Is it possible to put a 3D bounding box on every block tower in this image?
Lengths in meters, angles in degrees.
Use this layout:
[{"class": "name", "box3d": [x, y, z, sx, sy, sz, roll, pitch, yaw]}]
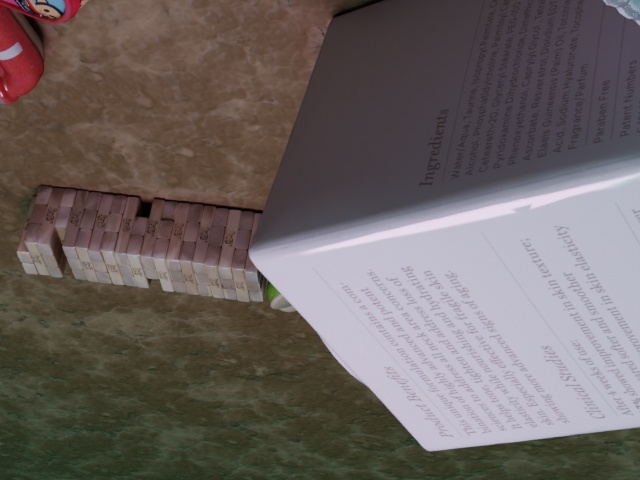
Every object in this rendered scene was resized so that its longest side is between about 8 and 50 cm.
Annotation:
[{"class": "block tower", "box3d": [-0.220, 0.006, 1.598, 0.335, 0.097, 0.091, 5, 150, 5]}]

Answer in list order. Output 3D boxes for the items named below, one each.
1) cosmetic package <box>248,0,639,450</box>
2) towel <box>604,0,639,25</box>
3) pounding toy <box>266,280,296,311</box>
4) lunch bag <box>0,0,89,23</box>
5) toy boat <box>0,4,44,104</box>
[{"class": "cosmetic package", "box3d": [0.211, -0.042, 1.124, 0.394, 0.327, 0.329, -13, 134, 33]}, {"class": "towel", "box3d": [0.328, -0.230, 0.908, 0.284, 0.235, 0.121, 28, 141, -30]}, {"class": "pounding toy", "box3d": [0.000, 0.000, 1.516, 0.183, 0.110, 0.237, -25, 171, -6]}, {"class": "lunch bag", "box3d": [-0.282, -0.327, 0.958, 0.258, 0.120, 0.293, 25, 147, 37]}, {"class": "toy boat", "box3d": [-0.391, -0.195, 1.250, 0.151, 0.151, 0.231, -2, 148, 19]}]
